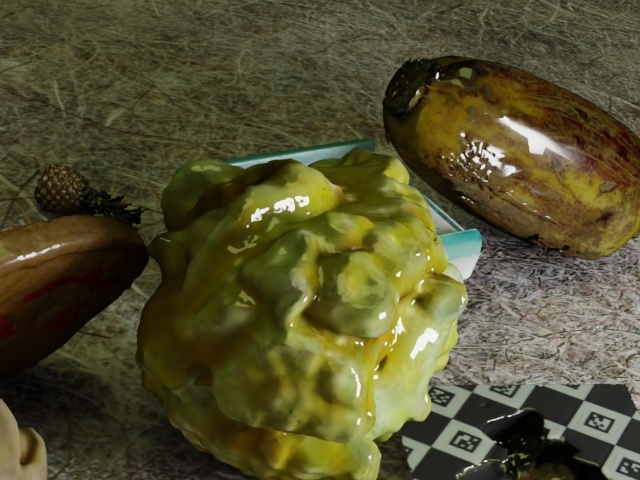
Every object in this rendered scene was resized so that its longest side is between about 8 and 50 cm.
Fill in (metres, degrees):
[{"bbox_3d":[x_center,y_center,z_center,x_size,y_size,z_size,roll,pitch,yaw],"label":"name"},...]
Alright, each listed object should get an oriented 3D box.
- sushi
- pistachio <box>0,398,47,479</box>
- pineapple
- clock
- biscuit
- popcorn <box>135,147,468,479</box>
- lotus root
[{"bbox_3d":[0.187,0.212,1.429,0.231,0.047,0.219,0,32,-8],"label":"sushi"},{"bbox_3d":[-0.285,0.181,1.236,0.153,0.137,0.238,-32,28,-5],"label":"pistachio"},{"bbox_3d":[-0.254,-0.040,1.790,0.124,0.058,0.058,26,29,6],"label":"pineapple"},{"bbox_3d":[0.000,0.000,1.727,0.262,0.116,0.231,-12,39,-34],"label":"clock"},{"bbox_3d":[-0.270,0.064,1.364,0.273,0.257,0.049,-6,60,-57],"label":"biscuit"},{"bbox_3d":[-0.014,0.068,1.388,0.274,0.279,0.335,2,11,3],"label":"popcorn"},{"bbox_3d":[0.236,-0.095,1.819,0.397,0.179,0.196,26,15,-29],"label":"lotus root"}]
